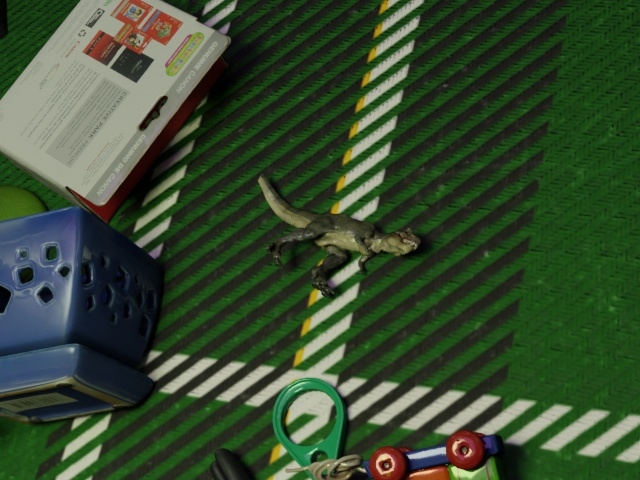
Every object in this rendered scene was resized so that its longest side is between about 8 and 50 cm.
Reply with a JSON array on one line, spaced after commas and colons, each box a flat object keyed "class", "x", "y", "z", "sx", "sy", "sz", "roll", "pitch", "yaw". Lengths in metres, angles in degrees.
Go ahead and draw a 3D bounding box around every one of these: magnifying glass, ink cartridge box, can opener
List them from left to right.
[{"class": "ink cartridge box", "x": -0.291, "y": -0.196, "z": 1.532, "sx": 0.272, "sy": 0.130, "sz": 0.309, "roll": 31, "pitch": 79, "yaw": 28}, {"class": "can opener", "x": -0.078, "y": 0.325, "z": 1.251, "sx": 0.186, "sy": 0.073, "sz": 0.059, "roll": 43, "pitch": 124, "yaw": 34}, {"class": "magnifying glass", "x": 0.003, "y": 0.272, "z": 1.260, "sx": 0.092, "sy": 0.026, "sz": 0.231, "roll": -21, "pitch": 58, "yaw": 9}]

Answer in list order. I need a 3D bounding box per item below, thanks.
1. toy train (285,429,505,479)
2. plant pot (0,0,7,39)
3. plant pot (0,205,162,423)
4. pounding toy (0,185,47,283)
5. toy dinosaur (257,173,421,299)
[{"class": "toy train", "x": 0.091, "y": 0.302, "z": 1.174, "sx": 0.248, "sy": 0.105, "sz": 0.143, "roll": -15, "pitch": 74, "yaw": 13}, {"class": "plant pot", "x": -0.651, "y": -0.429, "z": 1.759, "sx": 0.188, "sy": 0.167, "sz": 0.188, "roll": -17, "pitch": 60, "yaw": 11}, {"class": "plant pot", "x": -0.352, "y": 0.110, "z": 1.352, "sx": 0.236, "sy": 0.236, "sz": 0.212, "roll": -12, "pitch": 68, "yaw": 14}, {"class": "pounding toy", "x": -0.519, "y": 0.001, "z": 1.532, "sx": 0.237, "sy": 0.110, "sz": 0.183, "roll": -42, "pitch": 58, "yaw": -3}, {"class": "toy dinosaur", "x": 0.000, "y": 0.000, "z": 1.371, "sx": 0.268, "sy": 0.064, "sz": 0.118, "roll": 22, "pitch": 60, "yaw": 28}]
